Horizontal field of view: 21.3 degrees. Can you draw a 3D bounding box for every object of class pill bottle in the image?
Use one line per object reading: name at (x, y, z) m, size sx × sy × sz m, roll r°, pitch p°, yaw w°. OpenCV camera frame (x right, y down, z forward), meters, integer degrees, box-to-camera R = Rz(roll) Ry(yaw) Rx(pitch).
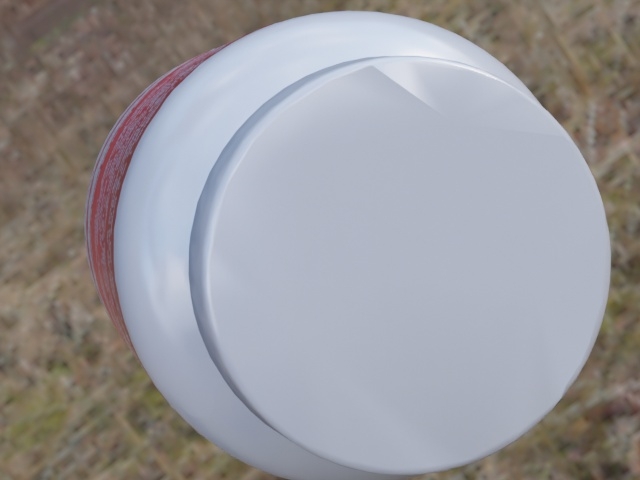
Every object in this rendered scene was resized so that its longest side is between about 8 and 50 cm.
pill bottle at (0.000, 0.000, 0.887) m, size 0.229 × 0.229 × 0.407 m, roll -37°, pitch 9°, yaw -7°
